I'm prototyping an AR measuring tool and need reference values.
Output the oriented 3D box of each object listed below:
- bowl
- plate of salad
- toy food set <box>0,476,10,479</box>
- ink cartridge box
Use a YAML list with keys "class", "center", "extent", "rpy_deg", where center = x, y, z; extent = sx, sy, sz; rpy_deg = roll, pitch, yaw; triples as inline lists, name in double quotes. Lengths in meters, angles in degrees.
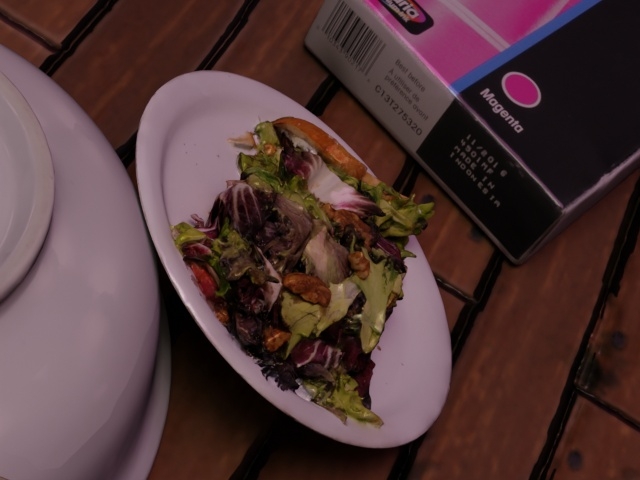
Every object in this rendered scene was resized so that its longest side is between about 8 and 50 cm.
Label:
- class: "bowl"
  center: [-0.183, 0.007, 0.514]
  extent: [0.298, 0.134, 0.297]
  rpy_deg: [12, 55, -18]
- class: "plate of salad"
  center: [0.000, 0.000, 0.619]
  extent: [0.200, 0.048, 0.199]
  rpy_deg: [35, 36, -31]
- class: "toy food set"
  center: [-0.044, 0.193, 0.393]
  extent: [0.306, 0.092, 0.219]
  rpy_deg: [28, 16, -26]
- class: "ink cartridge box"
  center: [0.175, -0.144, 0.823]
  extent: [0.176, 0.069, 0.371]
  rpy_deg: [47, 50, 10]
